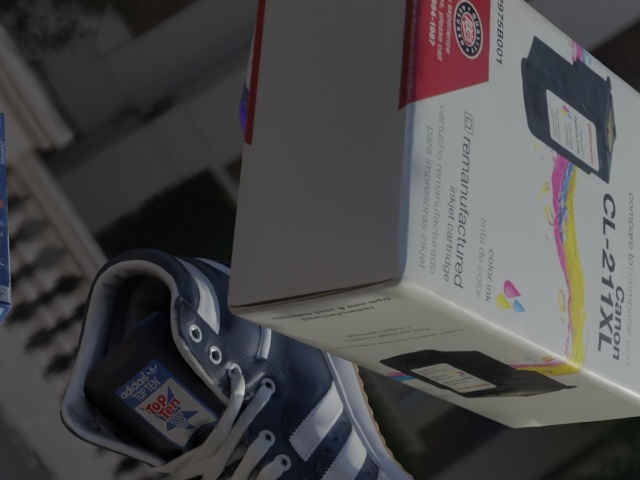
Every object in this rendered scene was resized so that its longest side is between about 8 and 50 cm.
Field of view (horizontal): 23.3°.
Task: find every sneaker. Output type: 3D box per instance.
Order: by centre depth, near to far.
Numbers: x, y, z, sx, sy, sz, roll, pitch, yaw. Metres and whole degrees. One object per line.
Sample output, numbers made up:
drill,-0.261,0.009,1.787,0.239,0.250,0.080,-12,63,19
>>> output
sneaker,-0.024,0.119,0.745,0.153,0.099,0.282,18,36,-51

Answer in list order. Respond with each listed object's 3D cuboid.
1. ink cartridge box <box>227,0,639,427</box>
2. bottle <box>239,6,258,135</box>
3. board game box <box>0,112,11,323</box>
ink cartridge box,0.055,-0.015,0.557,0.175,0.072,0.128,25,62,-46
bottle,0.010,-0.169,1.136,0.118,0.092,0.283,49,-36,32
board game box,-0.269,0.014,1.129,0.035,0.136,0.201,17,39,-27
